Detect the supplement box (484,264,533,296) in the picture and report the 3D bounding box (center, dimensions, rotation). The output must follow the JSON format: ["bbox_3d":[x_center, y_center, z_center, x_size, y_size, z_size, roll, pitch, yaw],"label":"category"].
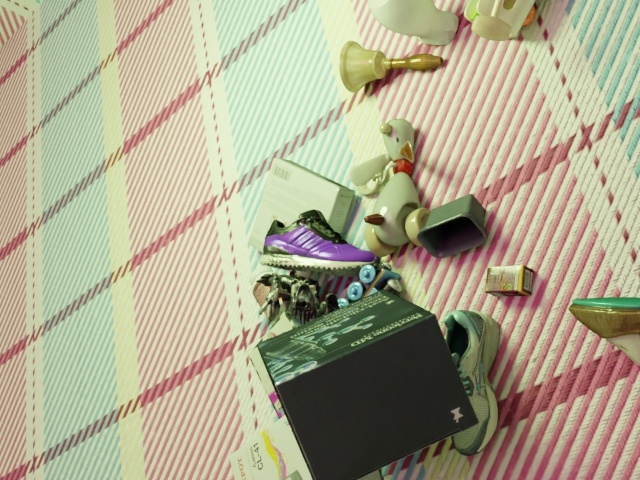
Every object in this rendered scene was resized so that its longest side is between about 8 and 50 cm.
[{"bbox_3d":[0.369,0.080,1.729,0.083,0.043,0.055,-4,72,43],"label":"supplement box"}]

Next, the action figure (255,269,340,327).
[{"bbox_3d":[-0.057,0.143,1.991,0.276,0.164,0.140,-160,83,-70],"label":"action figure"}]

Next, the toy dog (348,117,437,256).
[{"bbox_3d":[0.144,-0.121,1.948,0.220,0.161,0.333,-41,50,27],"label":"toy dog"}]

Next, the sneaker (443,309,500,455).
[{"bbox_3d":[0.266,0.268,1.699,0.110,0.122,0.283,-13,66,42],"label":"sneaker"}]

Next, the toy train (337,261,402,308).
[{"bbox_3d":[0.109,0.136,1.947,0.184,0.080,0.105,-53,54,15],"label":"toy train"}]

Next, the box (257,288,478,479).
[{"bbox_3d":[0.067,0.258,1.627,0.395,0.294,0.212,-160,48,-80],"label":"box"}]

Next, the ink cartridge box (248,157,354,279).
[{"bbox_3d":[-0.053,-0.055,2.197,0.275,0.060,0.238,30,106,46],"label":"ink cartridge box"}]

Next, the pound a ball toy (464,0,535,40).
[{"bbox_3d":[0.423,-0.542,1.829,0.319,0.136,0.208,-63,7,6],"label":"pound a ball toy"}]

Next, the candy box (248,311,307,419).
[{"bbox_3d":[-0.060,0.301,2.052,0.159,0.071,0.233,-50,47,20],"label":"candy box"}]

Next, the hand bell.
[{"bbox_3d":[0.177,-0.420,2.095,0.242,0.126,0.126,3,76,34],"label":"hand bell"}]

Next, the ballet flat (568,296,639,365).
[{"bbox_3d":[0.577,0.144,1.465,0.342,0.116,0.124,-9,87,39],"label":"ballet flat"}]

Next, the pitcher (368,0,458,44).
[{"bbox_3d":[0.189,-0.525,2.031,0.178,0.207,0.125,6,78,48],"label":"pitcher"}]

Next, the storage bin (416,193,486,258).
[{"bbox_3d":[0.283,-0.032,1.835,0.135,0.098,0.091,-23,32,38],"label":"storage bin"}]

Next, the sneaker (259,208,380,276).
[{"bbox_3d":[-0.001,0.000,2.032,0.293,0.102,0.146,4,80,22],"label":"sneaker"}]

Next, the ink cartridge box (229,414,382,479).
[{"bbox_3d":[-0.035,0.498,1.907,0.306,0.131,0.226,-40,50,26],"label":"ink cartridge box"}]

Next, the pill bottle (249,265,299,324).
[{"bbox_3d":[-0.116,0.133,2.164,0.086,0.086,0.152,-53,46,16],"label":"pill bottle"}]
